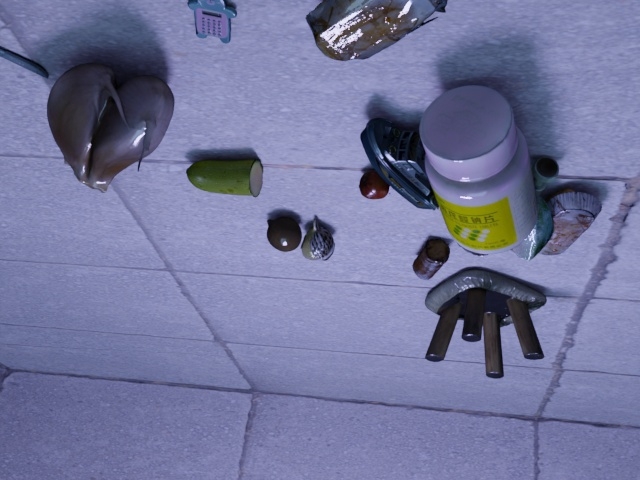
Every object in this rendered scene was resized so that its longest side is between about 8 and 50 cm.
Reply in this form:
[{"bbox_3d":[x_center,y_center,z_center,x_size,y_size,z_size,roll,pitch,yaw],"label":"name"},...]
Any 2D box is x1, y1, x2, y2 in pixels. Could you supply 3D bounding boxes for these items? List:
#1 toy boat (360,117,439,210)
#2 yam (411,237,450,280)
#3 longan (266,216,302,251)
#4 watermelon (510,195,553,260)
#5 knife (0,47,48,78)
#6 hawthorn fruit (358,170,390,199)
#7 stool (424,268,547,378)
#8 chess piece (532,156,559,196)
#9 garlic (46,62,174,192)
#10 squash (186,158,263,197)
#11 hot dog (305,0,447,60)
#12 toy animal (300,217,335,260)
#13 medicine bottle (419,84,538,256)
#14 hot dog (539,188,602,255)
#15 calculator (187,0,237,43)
[{"bbox_3d":[0.188,-0.178,1.695,0.122,0.114,0.296,-5,151,38],"label":"toy boat"},{"bbox_3d":[0.310,0.054,2.147,0.079,0.079,0.141,12,154,-7],"label":"yam"},{"bbox_3d":[-0.104,-0.021,2.110,0.113,0.092,0.113,38,160,16],"label":"longan"},{"bbox_3d":[0.431,-0.058,1.850,0.241,0.094,0.154,18,144,32],"label":"watermelon"},{"bbox_3d":[-0.681,-0.400,1.627,0.210,0.015,0.028,22,143,-26],"label":"knife"},{"bbox_3d":[0.132,-0.134,1.849,0.077,0.077,0.077,7,153,3],"label":"hawthorn fruit"},{"bbox_3d":[0.497,0.261,2.333,0.310,0.226,0.310,18,151,-15],"label":"stool"},{"bbox_3d":[0.504,-0.134,1.761,0.059,0.059,0.149,7,158,4],"label":"chess piece"},{"bbox_3d":[-0.445,-0.263,1.589,0.231,0.246,0.340,36,159,-23],"label":"garlic"},{"bbox_3d":[-0.243,-0.158,1.893,0.188,0.095,0.095,4,153,16],"label":"squash"},{"bbox_3d":[0.096,-0.406,1.326,0.270,0.081,0.163,-24,145,36],"label":"hot dog"},{"bbox_3d":[0.000,0.000,2.126,0.098,0.098,0.137,13,131,-9],"label":"toy animal"},{"bbox_3d":[0.340,-0.140,1.620,0.214,0.213,0.378,-3,150,20],"label":"medicine bottle"},{"bbox_3d":[0.587,-0.046,1.881,0.144,0.075,0.268,16,155,-5],"label":"hot dog"},{"bbox_3d":[-0.204,-0.425,1.438,0.094,0.019,0.141,12,153,0],"label":"calculator"}]
